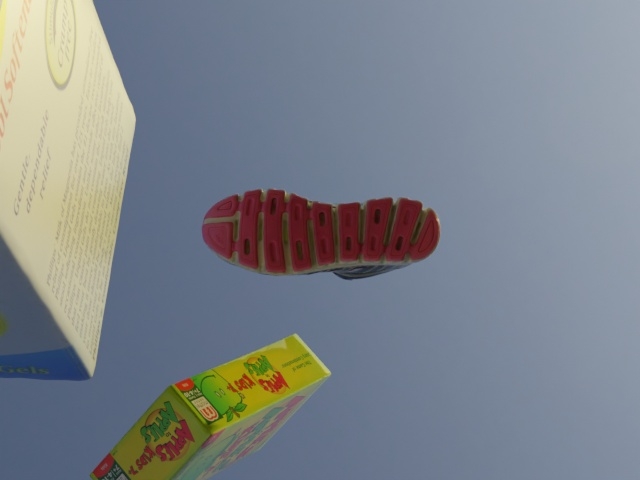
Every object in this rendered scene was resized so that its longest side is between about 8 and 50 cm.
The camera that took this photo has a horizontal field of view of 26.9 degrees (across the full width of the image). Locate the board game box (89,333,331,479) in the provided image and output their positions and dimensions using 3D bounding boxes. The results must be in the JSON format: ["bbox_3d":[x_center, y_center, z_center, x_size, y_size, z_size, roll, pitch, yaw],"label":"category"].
[{"bbox_3d":[-0.071,0.125,0.926,0.043,0.092,0.181,47,-157,13],"label":"board game box"}]

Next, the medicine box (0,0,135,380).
[{"bbox_3d":[-0.235,-0.062,0.532,0.263,0.289,0.149,2,-114,5],"label":"medicine box"}]

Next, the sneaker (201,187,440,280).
[{"bbox_3d":[0.000,0.000,0.974,0.170,0.075,0.063,-1,-102,1],"label":"sneaker"}]
